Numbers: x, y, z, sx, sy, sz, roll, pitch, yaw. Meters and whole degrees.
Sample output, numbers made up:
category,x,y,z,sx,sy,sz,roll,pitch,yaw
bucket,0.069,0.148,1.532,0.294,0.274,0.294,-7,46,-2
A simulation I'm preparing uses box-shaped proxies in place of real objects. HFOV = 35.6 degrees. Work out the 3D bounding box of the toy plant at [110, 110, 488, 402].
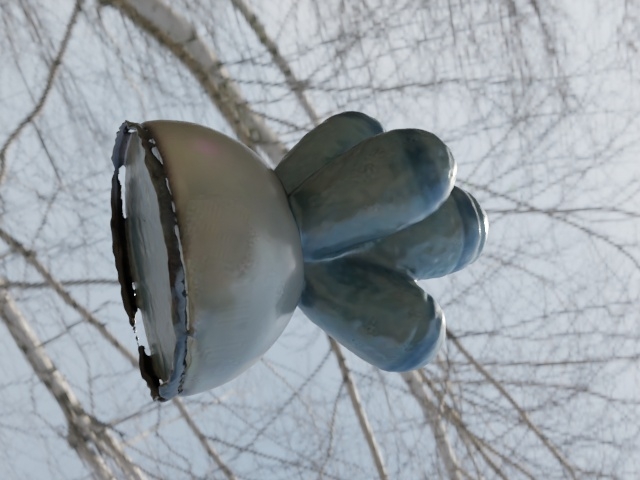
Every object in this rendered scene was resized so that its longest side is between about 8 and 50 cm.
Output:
category,x,y,z,sx,sy,sz,roll,pitch,yaw
toy plant,0.000,0.000,0.860,0.332,0.247,0.247,-8,-147,-22
